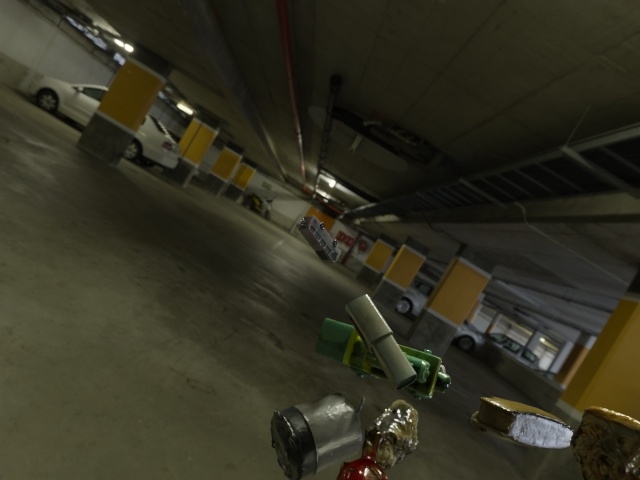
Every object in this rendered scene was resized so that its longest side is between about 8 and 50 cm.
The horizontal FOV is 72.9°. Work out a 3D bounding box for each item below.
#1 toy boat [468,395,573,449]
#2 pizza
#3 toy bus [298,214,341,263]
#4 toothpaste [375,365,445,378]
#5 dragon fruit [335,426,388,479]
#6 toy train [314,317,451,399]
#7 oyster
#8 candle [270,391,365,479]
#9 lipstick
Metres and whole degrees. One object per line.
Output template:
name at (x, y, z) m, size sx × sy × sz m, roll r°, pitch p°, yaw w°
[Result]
toy boat at (0.461, 0.419, 0.999) m, size 0.321 × 0.089 × 0.121 m, roll 22°, pitch -8°, yaw -30°
pizza at (0.754, 0.590, 1.148) m, size 0.071 × 0.296 × 0.189 m, roll 1°, pitch 14°, yaw -33°
toy bus at (0.000, 0.000, 0.980) m, size 0.037 × 0.052 × 0.130 m, roll -5°, pitch -44°, yaw 36°
toothpaste at (0.365, 0.557, 1.831) m, size 0.315 × 0.058 × 0.056 m, roll -14°, pitch 2°, yaw 27°
dragon fruit at (0.100, 0.527, 0.975) m, size 0.126 × 0.125 × 0.246 m, roll 16°, pitch 38°, yaw 7°
toy train at (0.190, 0.351, 1.274) m, size 0.369 × 0.150 × 0.237 m, roll 10°, pitch -17°, yaw 35°
oyster at (0.253, 0.667, 1.515) m, size 0.166 × 0.110 × 0.341 m, roll 18°, pitch 26°, yaw 39°
candle at (0.024, 0.525, 1.215) m, size 0.330 × 0.187 × 0.187 m, roll -8°, pitch 24°, yaw -32°
lipstick at (0.158, 0.266, 1.145) m, size 0.252 × 0.078 × 0.079 m, roll 57°, pitch -16°, yaw 34°
